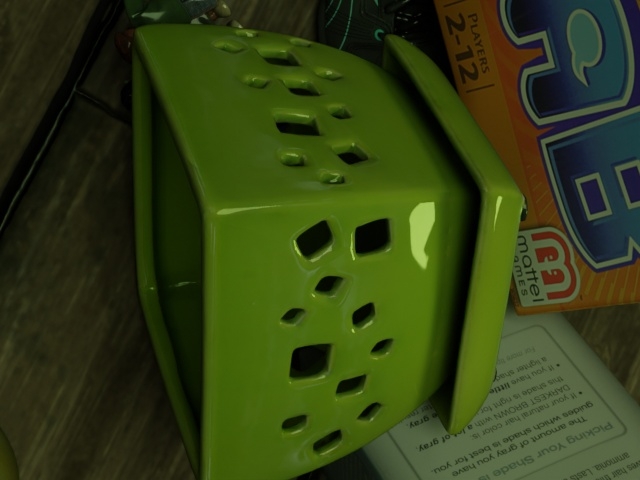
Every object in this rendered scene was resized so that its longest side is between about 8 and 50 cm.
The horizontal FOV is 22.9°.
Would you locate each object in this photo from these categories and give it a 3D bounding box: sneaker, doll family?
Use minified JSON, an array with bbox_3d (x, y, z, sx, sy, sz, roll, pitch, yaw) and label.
[{"bbox_3d":[0.049,-0.195,1.141,0.101,0.106,0.267,-16,96,-20],"label":"sneaker"},{"bbox_3d":[-0.081,-0.099,1.111,0.111,0.076,0.193,-44,105,-19],"label":"doll family"}]

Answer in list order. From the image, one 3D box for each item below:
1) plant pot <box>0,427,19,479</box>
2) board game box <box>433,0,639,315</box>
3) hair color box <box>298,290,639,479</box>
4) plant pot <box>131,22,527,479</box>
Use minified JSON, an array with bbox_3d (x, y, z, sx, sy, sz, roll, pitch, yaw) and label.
[{"bbox_3d":[-0.258,0.169,1.034,0.134,0.095,0.134,0,89,-20],"label":"plant pot"},{"bbox_3d":[0.326,-0.179,1.052,0.356,0.356,0.356,-18,95,-38],"label":"board game box"},{"bbox_3d":[0.150,0.198,1.041,0.185,0.374,0.114,-20,137,-18],"label":"hair color box"},{"bbox_3d":[0.000,0.000,1.010,0.207,0.228,0.227,-6,126,-15],"label":"plant pot"}]
